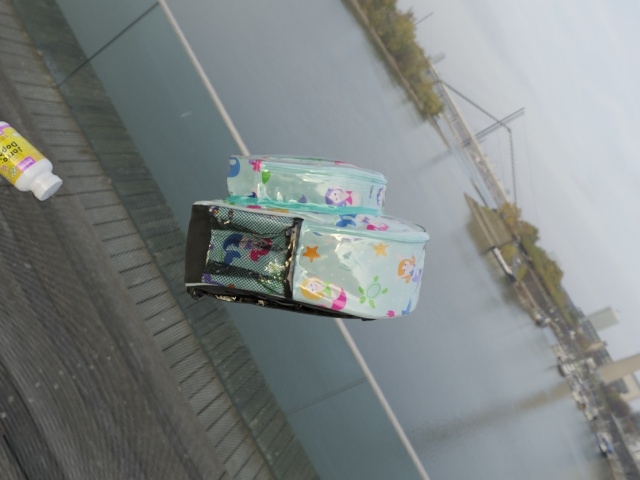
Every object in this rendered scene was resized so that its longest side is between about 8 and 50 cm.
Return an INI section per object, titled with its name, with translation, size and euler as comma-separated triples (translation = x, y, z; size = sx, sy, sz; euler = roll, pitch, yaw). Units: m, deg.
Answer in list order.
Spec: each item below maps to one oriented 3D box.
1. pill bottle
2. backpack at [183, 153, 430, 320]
[pill bottle]
translation = -0.316, -0.082, 0.553
size = 0.083, 0.043, 0.043
euler = 44, 22, -9
[backpack]
translation = 0.000, 0.000, 0.613
size = 0.225, 0.254, 0.190
euler = -13, 117, -76
